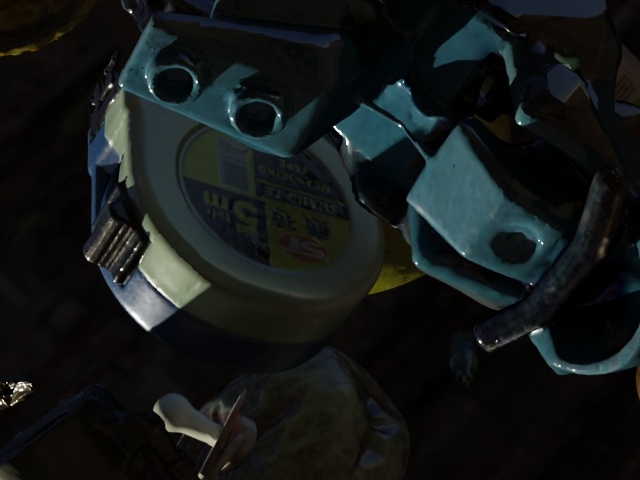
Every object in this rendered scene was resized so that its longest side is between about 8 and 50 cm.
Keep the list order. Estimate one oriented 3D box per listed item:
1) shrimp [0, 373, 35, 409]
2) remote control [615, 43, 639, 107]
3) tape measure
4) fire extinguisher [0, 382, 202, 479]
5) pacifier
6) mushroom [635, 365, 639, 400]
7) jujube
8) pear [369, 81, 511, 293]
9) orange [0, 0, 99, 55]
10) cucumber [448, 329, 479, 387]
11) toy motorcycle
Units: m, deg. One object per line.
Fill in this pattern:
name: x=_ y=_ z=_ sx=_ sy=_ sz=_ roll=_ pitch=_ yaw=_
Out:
shrimp: x=-0.381 y=0.152 z=1.719 sx=0.148 sy=0.195 sz=0.035 roll=11 pitch=-103 yaw=-34
remote control: x=0.169 y=-0.122 z=1.172 sx=0.103 sy=0.250 sz=0.034 roll=-46 pitch=2 yaw=-42
tape measure: x=0.000 y=0.000 z=1.216 sx=0.351 sy=0.215 sz=0.098 roll=14 pitch=-44 yaw=-23
fire extinguisher: x=-0.067 y=0.268 z=1.157 sx=0.200 sy=0.376 sz=0.113 roll=-27 pitch=12 yaw=48
pacifier: x=-0.088 y=0.141 z=1.228 sx=0.081 sy=0.078 sz=0.099 roll=-60 pitch=1 yaw=-22
mushroom: x=0.497 y=0.125 z=1.811 sx=0.345 sy=0.345 sz=0.239 roll=-44 pitch=-56 yaw=-20
jujube: x=-0.046 y=0.281 z=1.963 sx=0.308 sy=0.246 sz=0.215 roll=-40 pitch=-48 yaw=11
pear: x=0.033 y=-0.070 z=1.665 sx=0.307 sy=0.253 sz=0.253 roll=-4 pitch=-35 yaw=-11
orange: x=-0.395 y=-0.406 z=1.987 sx=0.271 sy=0.368 sz=0.210 roll=-27 pitch=19 yaw=-4
cucumber: x=0.167 y=0.132 z=1.954 sx=0.037 sy=0.037 sz=0.155 roll=-57 pitch=5 yaw=17
toy motorcycle: x=0.077 y=-0.056 z=0.959 sx=0.172 sy=0.416 sz=0.232 roll=-53 pitch=22 yaw=34
